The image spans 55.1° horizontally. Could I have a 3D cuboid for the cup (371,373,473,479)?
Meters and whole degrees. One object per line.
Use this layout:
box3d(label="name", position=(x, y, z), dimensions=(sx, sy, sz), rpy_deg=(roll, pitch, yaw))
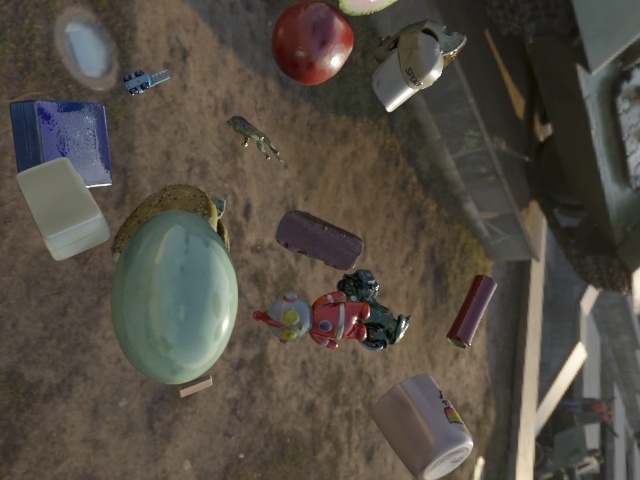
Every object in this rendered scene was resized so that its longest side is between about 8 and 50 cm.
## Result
box3d(label="cup", position=(0.278, 0.485, 1.563), dimensions=(0.253, 0.191, 0.200), rpy_deg=(32, 17, -49))

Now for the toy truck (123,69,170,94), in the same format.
box3d(label="toy truck", position=(-0.534, -0.490, 1.881), dimensions=(0.074, 0.136, 0.063), rpy_deg=(-121, -171, -84))

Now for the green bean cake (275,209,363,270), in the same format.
box3d(label="green bean cake", position=(0.000, 0.000, 1.673), dimensions=(0.198, 0.233, 0.097), rpy_deg=(-71, -174, -82))

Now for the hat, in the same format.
box3d(label="hat", position=(0.203, -0.365, 1.382), dimensions=(0.175, 0.085, 0.147), rpy_deg=(-50, 123, -6))

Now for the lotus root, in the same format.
box3d(label="lotus root", position=(0.282, -0.547, 1.836), dimensions=(0.210, 0.314, 0.141), rpy_deg=(25, 86, -14))

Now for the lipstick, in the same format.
box3d(label="lipstick", position=(0.471, 0.218, 1.909), dimensions=(0.241, 0.080, 0.080), rpy_deg=(-58, 135, -23))

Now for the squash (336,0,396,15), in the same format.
box3d(label="squash", position=(0.035, -0.294, 0.572), dimensions=(0.105, 0.105, 0.132), rpy_deg=(-5, 66, -59))

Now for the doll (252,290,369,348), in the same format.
box3d(label="doll", position=(-0.021, 0.165, 1.298), dimensions=(0.076, 0.245, 0.142), rpy_deg=(-112, -152, -66))

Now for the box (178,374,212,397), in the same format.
box3d(label="box", position=(-0.421, 0.487, 2.059), dimensions=(0.115, 0.025, 0.048), rpy_deg=(-19, 136, -24))

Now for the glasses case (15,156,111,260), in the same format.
box3d(label="glasses case", position=(-0.580, -0.079, 1.375), dimensions=(0.131, 0.313, 0.070), rpy_deg=(-27, 133, -21))

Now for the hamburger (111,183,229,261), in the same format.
box3d(label="hamburger", position=(-0.416, -0.020, 1.759), dimensions=(0.195, 0.318, 0.276), rpy_deg=(60, 28, -44))

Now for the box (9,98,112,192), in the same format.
box3d(label="box", position=(-0.767, -0.284, 1.846), dimensions=(0.279, 0.116, 0.261), rpy_deg=(-25, 112, -67))

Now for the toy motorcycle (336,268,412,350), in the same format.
box3d(label="toy motorcycle", position=(0.155, 0.198, 1.757), dimensions=(0.187, 0.124, 0.274), rpy_deg=(-1, 45, -25))

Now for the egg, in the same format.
box3d(label="egg", position=(-0.323, 0.125, 1.369), dimensions=(0.276, 0.276, 0.388), rpy_deg=(-5, 95, -59))

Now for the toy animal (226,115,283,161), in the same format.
box3d(label="toy animal", position=(-0.198, -0.314, 1.931), dimensions=(0.220, 0.069, 0.086), rpy_deg=(41, 28, -23))

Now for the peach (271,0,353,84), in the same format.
box3d(label="peach", position=(-0.017, -0.540, 1.674), dimensions=(0.243, 0.244, 0.199), rpy_deg=(9, 59, -58))
